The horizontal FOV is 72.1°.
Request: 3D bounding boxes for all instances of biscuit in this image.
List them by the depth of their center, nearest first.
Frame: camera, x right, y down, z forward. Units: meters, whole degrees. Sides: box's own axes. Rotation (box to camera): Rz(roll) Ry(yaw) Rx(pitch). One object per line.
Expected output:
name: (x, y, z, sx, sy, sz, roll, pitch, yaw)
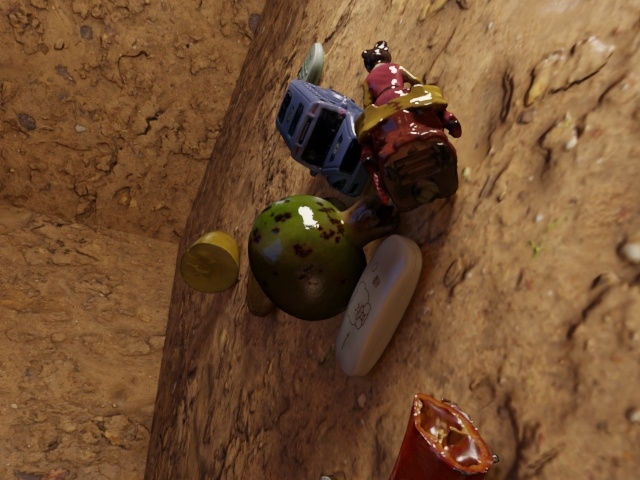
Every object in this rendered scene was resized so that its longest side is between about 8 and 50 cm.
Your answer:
biscuit: (-0.118, 0.068, 1.009, 0.226, 0.042, 0.226, -47, 34, 47)

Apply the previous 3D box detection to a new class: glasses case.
glasses case: (0.069, 0.084, 0.553, 0.193, 0.049, 0.074, -66, 24, 18)

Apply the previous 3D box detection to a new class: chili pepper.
chili pepper: (0.086, 0.235, 0.412, 0.088, 0.065, 0.169, -116, 42, -59)

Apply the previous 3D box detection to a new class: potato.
potato: (-0.326, 0.048, 1.369, 0.158, 0.178, 0.203, -82, 1, -56)

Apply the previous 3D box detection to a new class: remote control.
remote control: (-0.044, -0.381, 1.114, 0.256, 0.045, 0.097, 128, 149, -49)

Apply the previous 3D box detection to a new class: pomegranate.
pomegranate: (0.006, 0.019, 0.625, 0.179, 0.210, 0.179, 172, 90, -88)

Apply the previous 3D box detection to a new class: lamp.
lamp: (0.098, -0.153, 0.559, 0.118, 0.118, 0.253, -57, 30, 37)

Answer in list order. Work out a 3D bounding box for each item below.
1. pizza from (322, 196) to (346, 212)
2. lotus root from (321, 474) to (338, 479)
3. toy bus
pizza: (0.000, -0.001, 0.768, 0.175, 0.046, 0.134, 150, 127, -64)
lotus root: (0.014, 0.341, 0.550, 0.037, 0.030, 0.083, 82, -170, -57)
toy bus: (0.007, -0.189, 0.757, 0.125, 0.133, 0.292, -65, 25, 22)
